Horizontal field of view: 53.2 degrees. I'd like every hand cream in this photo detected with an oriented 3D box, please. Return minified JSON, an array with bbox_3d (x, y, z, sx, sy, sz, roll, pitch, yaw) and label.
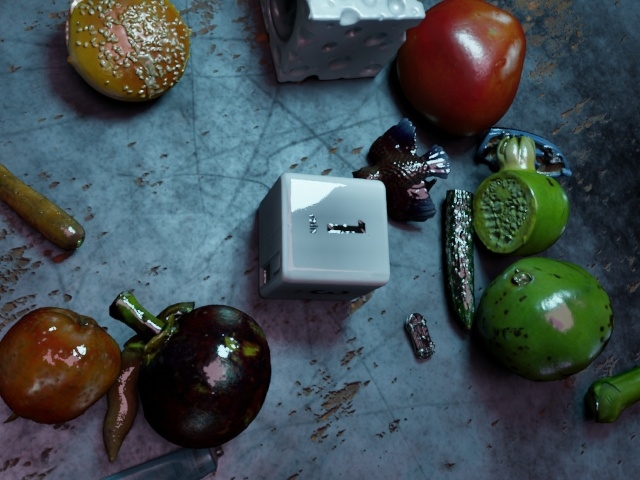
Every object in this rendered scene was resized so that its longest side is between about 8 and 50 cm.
[{"bbox_3d":[-0.265,0.397,1.058,0.224,0.048,0.083,-21,83,-16],"label":"hand cream"}]

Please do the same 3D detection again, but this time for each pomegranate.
[{"bbox_3d":[0.423,-0.083,1.348,0.159,0.190,0.241,-5,61,-31],"label":"pomegranate"},{"bbox_3d":[0.445,0.165,1.259,0.254,0.254,0.271,-43,107,-23],"label":"pomegranate"}]

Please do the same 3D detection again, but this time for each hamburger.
[{"bbox_3d":[-0.354,-0.361,1.171,0.236,0.147,0.237,4,78,-18],"label":"hamburger"}]

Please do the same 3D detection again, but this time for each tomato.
[{"bbox_3d":[0.306,-0.377,1.358,0.298,0.226,0.299,3,77,-16],"label":"tomato"}]

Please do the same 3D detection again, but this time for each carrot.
[{"bbox_3d":[-0.503,-0.069,1.092,0.248,0.059,0.059,40,67,-1],"label":"carrot"}]

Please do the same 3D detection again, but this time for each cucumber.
[{"bbox_3d":[0.289,0.038,1.327,0.067,0.067,0.294,6,76,-17],"label":"cucumber"}]

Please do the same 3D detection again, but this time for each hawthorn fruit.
[{"bbox_3d":[-0.417,0.205,0.987,0.179,0.179,0.200,36,79,-7],"label":"hawthorn fruit"}]

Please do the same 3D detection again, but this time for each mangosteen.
[{"bbox_3d":[-0.217,0.194,1.018,0.289,0.231,0.231,32,68,-16],"label":"mangosteen"}]

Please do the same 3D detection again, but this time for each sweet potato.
[{"bbox_3d":[-0.328,0.254,1.064,0.065,0.051,0.219,18,70,-16],"label":"sweet potato"}]

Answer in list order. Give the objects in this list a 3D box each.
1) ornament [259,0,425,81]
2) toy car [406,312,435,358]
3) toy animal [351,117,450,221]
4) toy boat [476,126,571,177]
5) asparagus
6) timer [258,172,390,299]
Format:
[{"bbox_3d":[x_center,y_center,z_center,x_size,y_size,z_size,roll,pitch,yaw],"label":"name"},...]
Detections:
[{"bbox_3d":[0.029,-0.485,1.283,0.239,0.240,0.239,-9,79,-21],"label":"ornament"},{"bbox_3d":[0.198,0.189,1.275,0.041,0.025,0.093,-17,85,-24],"label":"toy car"},{"bbox_3d":[0.158,-0.140,1.302,0.179,0.116,0.219,-11,86,-22],"label":"toy animal"},{"bbox_3d":[0.458,-0.184,1.419,0.223,0.100,0.097,16,44,-11],"label":"toy boat"},{"bbox_3d":[0.696,0.307,1.385,0.342,0.085,0.082,-18,85,-23],"label":"asparagus"},{"bbox_3d":[0.000,0.000,1.168,0.194,0.192,0.195,2,75,-18],"label":"timer"}]
